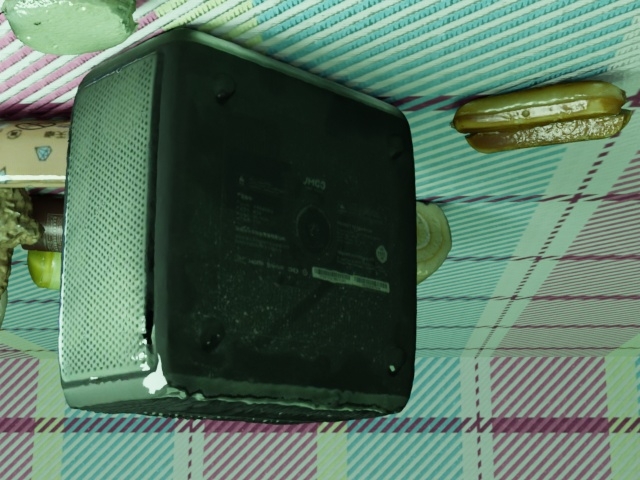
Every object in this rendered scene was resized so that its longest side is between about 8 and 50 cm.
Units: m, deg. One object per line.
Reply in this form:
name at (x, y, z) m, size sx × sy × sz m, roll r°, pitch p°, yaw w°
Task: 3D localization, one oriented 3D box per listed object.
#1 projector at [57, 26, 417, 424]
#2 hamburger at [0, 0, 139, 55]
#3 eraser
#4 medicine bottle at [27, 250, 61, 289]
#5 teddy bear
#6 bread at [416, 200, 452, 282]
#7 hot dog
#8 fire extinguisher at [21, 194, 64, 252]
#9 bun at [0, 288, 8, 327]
projector at (-0.084, 0.009, 1.244) m, size 0.242 × 0.405 × 0.395 m, roll -13°, pitch 161°, yaw 43°
hamburger at (-0.242, -0.225, 1.022) m, size 0.133 × 0.063 × 0.140 m, roll 2°, pitch 164°, yaw -13°
eraser at (-0.378, -0.112, 1.367) m, size 0.290 × 0.087 × 0.171 m, roll -1°, pitch -166°, yaw 2°
medicine bottle at (-0.428, 0.039, 1.978) m, size 0.238 × 0.124 × 0.124 m, roll 7°, pitch 165°, yaw -20°
teddy bear at (-0.558, -0.008, 1.572) m, size 0.296 × 0.246 × 0.222 m, roll -29°, pitch -175°, yaw -1°
bread at (0.142, 0.010, 1.813) m, size 0.148 × 0.134 × 0.141 m, roll -11°, pitch 169°, yaw -11°
hot dog at (0.263, -0.154, 1.298) m, size 0.235 × 0.062 × 0.092 m, roll -2°, pitch 151°, yaw 32°
fire extinguisher at (-0.355, -0.015, 1.753) m, size 0.268 × 0.105 × 0.105 m, roll 5°, pitch 166°, yaw -2°
bun at (-0.726, 0.109, 1.764) m, size 0.365 × 0.365 × 0.219 m, roll 8°, pitch 146°, yaw -30°
